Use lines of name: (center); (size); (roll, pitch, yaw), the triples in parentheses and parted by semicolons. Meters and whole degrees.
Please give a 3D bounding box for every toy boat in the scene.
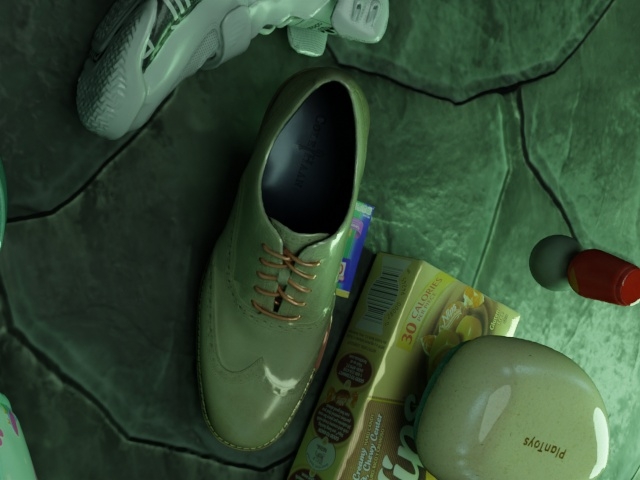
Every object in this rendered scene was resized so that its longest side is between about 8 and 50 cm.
toy boat: (0.241, 0.146, 1.007); (0.267, 0.148, 0.318); (31, 86, -32)

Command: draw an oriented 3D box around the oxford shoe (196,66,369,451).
oxford shoe: (-0.045, 0.023, 0.859); (0.141, 0.146, 0.396); (11, 95, -3)

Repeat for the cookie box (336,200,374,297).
cookie box: (0.000, 0.000, 0.977); (0.092, 0.040, 0.107); (18, 88, -33)

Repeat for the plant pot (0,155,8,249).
plant pot: (-0.345, -0.027, 0.624); (0.272, 0.255, 0.271); (-5, 99, -32)

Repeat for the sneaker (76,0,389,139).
sneaker: (-0.061, -0.214, 0.850); (0.210, 0.137, 0.365); (37, 73, -28)

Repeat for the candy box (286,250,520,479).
candy box: (0.096, 0.193, 1.036); (0.183, 0.088, 0.316); (28, 81, -33)

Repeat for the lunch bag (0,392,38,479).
lunch bag: (-0.273, 0.243, 0.661); (0.160, 0.262, 0.223); (-5, 68, -32)
